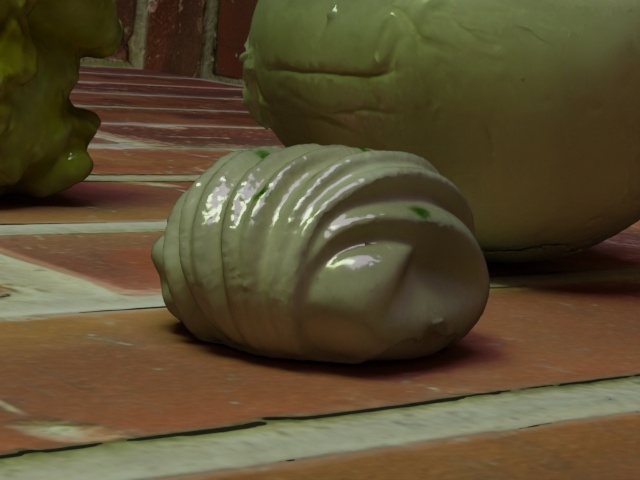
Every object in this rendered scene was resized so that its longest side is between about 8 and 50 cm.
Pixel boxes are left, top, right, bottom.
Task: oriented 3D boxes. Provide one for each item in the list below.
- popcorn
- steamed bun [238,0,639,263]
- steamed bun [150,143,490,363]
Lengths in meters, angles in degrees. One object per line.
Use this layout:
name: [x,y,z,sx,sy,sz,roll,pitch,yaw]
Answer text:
popcorn: [-0.289,-0.155,1.248,0.293,0.237,0.293,4,12,-1]
steamed bun: [0.129,-0.097,1.160,0.334,0.233,0.312,-8,16,-25]
steamed bun: [0.000,0.000,0.837,0.183,0.106,0.183,7,8,-1]
